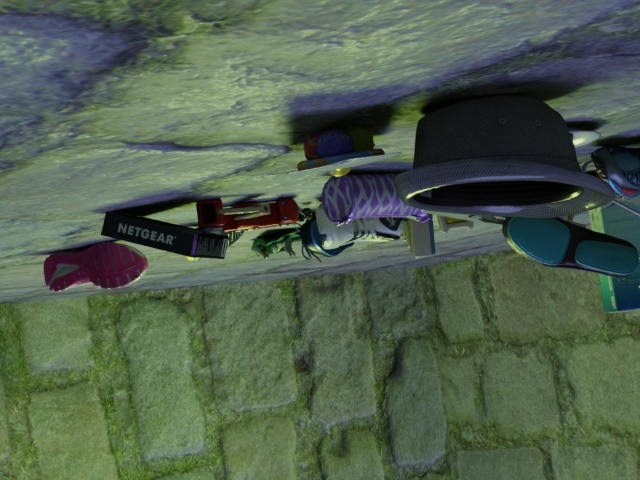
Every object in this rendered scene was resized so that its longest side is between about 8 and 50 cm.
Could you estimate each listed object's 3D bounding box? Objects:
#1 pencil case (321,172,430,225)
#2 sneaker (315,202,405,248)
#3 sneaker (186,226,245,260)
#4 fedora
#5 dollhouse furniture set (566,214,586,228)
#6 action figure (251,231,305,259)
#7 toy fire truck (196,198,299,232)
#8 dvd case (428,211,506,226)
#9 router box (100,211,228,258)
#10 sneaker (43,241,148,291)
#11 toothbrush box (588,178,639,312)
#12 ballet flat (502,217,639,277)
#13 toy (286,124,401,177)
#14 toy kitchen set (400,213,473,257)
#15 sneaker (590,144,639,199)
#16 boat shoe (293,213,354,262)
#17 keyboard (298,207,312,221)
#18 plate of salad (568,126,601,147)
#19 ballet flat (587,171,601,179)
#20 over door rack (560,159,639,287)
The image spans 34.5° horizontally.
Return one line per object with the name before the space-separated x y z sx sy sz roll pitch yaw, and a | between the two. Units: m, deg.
pencil case | 0.099 -0.070 1.738 0.206 0.088 0.086 -3 170 -38
sneaker | 0.089 -0.039 2.023 0.153 0.094 0.235 -11 174 17
sneaker | -0.222 -0.011 2.117 0.144 0.059 0.053 -22 150 -26
fedora | 0.225 -0.109 1.297 0.276 0.124 0.244 2 170 -13
dollhouse furniture set | 0.527 -0.076 2.466 0.161 0.101 0.182 20 -165 41
action figure | -0.106 0.013 2.498 0.137 0.063 0.232 -9 179 -26
toy fire truck | -0.127 -0.049 1.847 0.192 0.047 0.135 -7 174 -11
dvd case | 0.293 -0.078 1.865 0.239 0.029 0.179 9 159 -25
router box | -0.268 -0.008 1.788 0.179 0.046 0.133 13 -178 20
sneaker | -0.472 0.054 2.235 0.252 0.102 0.111 -3 -179 26
toothbrush box | 0.718 0.000 2.264 0.216 0.295 0.126 -9 176 1
ballet flat | 0.454 0.009 1.921 0.281 0.095 0.096 19 -173 -12
toy | 0.022 -0.115 1.319 0.137 0.056 0.237 -11 180 0
toy kitchen set | 0.252 -0.058 2.135 0.166 0.122 0.207 -8 -165 -4
sneaker | 0.574 -0.143 1.764 0.262 0.104 0.125 1 145 -37
boat shoe | 0.000 0.000 2.251 0.089 0.109 0.258 -6 173 19
keyboard | -0.066 -0.054 2.023 0.108 0.023 0.180 -2 176 6
plate of salad | 0.330 -0.136 1.584 0.200 0.048 0.200 -8 175 -1
ballet flat | 0.491 -0.115 2.129 0.173 0.049 0.057 -7 -143 6
over door rack | 0.589 -0.040 1.971 0.324 0.108 0.239 37 167 -5
